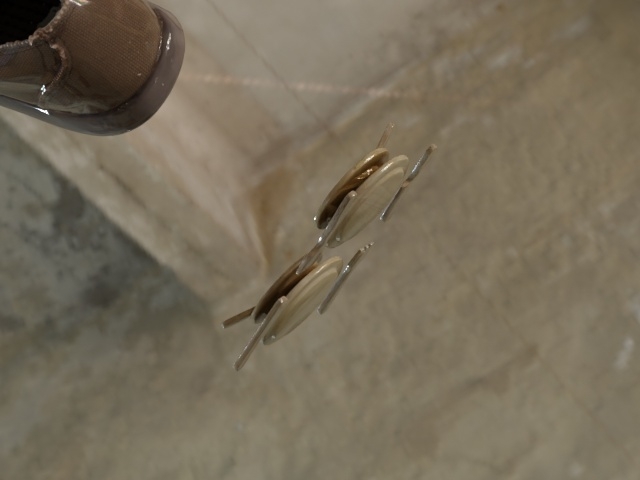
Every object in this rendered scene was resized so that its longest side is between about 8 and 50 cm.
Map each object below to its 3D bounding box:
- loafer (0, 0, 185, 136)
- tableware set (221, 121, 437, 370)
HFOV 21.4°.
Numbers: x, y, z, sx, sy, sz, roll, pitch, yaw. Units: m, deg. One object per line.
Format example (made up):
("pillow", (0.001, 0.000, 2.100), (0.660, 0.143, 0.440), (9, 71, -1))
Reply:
("loafer", (-0.266, -0.172, 1.155), (0.130, 0.366, 0.133), (47, -123, -58))
("tableware set", (0.000, 0.000, 1.237), (0.128, 0.039, 0.194), (-31, -21, -51))
